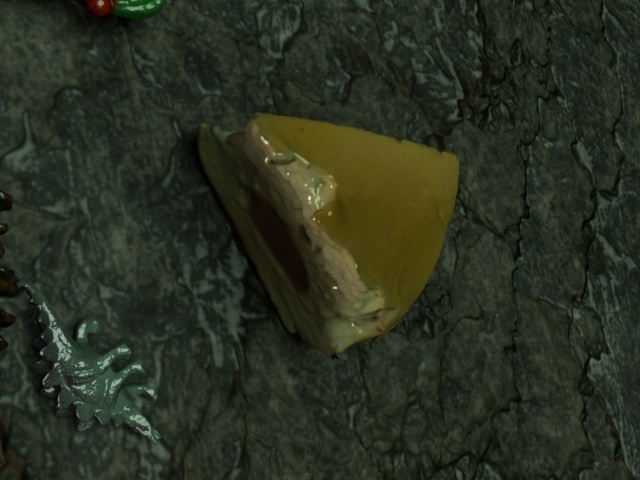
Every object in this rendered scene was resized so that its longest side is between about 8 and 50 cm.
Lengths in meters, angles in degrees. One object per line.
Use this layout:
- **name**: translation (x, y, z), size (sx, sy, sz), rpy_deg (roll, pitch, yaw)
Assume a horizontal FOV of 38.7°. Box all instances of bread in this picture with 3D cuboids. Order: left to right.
- **bread**: translation (-0.009, 0.003, 0.877), size (0.224, 0.184, 0.211), rpy_deg (15, 76, -32)

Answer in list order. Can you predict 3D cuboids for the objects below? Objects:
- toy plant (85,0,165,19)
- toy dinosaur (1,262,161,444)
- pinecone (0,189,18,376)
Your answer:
- **toy plant**: translation (-0.239, -0.284, 0.820), size (0.240, 0.088, 0.154), rpy_deg (8, 77, -32)
- **toy dinosaur**: translation (-0.209, 0.104, 0.785), size (0.082, 0.039, 0.209), rpy_deg (-44, 106, -34)
- **pinecone**: translation (-0.307, 0.021, 0.646), size (0.185, 0.169, 0.212), rpy_deg (39, 40, -60)
